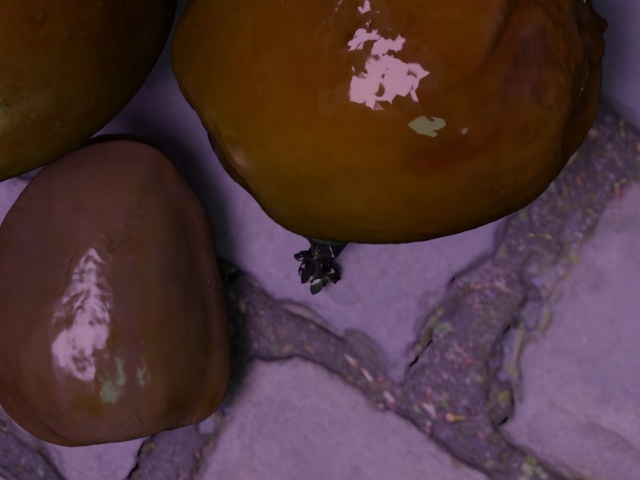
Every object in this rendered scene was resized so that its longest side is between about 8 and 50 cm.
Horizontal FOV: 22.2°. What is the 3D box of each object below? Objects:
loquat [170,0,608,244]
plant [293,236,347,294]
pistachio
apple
[{"bbox_3d":[0.048,-0.119,1.103,0.284,0.276,0.276,-24,89,16],"label":"loquat"},{"bbox_3d":[0.000,0.000,1.291,0.051,0.051,0.102,25,119,24],"label":"plant"},{"bbox_3d":[-0.184,0.043,1.348,0.212,0.163,0.261,-5,98,-2],"label":"pistachio"},{"bbox_3d":[-0.303,-0.225,1.222,0.374,0.374,0.384,-14,101,32],"label":"apple"}]
